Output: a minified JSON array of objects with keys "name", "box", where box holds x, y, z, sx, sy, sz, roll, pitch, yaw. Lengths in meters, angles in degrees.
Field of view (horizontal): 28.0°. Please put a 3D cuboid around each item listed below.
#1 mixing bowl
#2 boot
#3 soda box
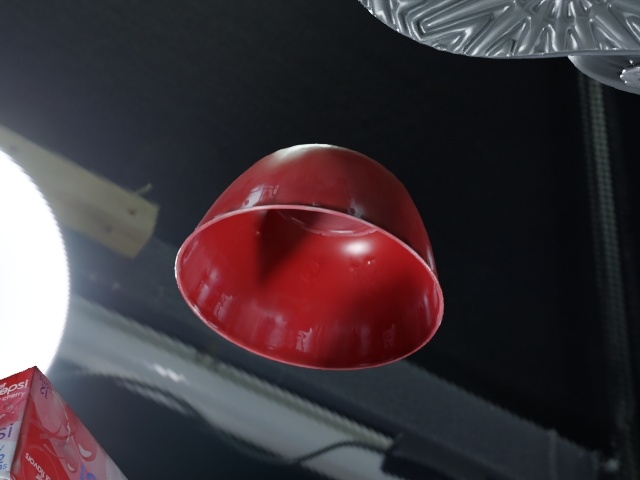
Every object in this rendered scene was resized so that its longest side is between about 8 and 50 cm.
[{"name":"mixing bowl","box":[0.000,0.000,0.881,0.181,0.181,0.098,27,-130,-17]},{"name":"boot","box":[0.244,-0.224,1.204,0.366,0.146,0.445,13,-171,15]},{"name":"soda box","box":[-0.133,0.198,0.733,0.092,0.083,0.263,-93,-22,-53]}]
